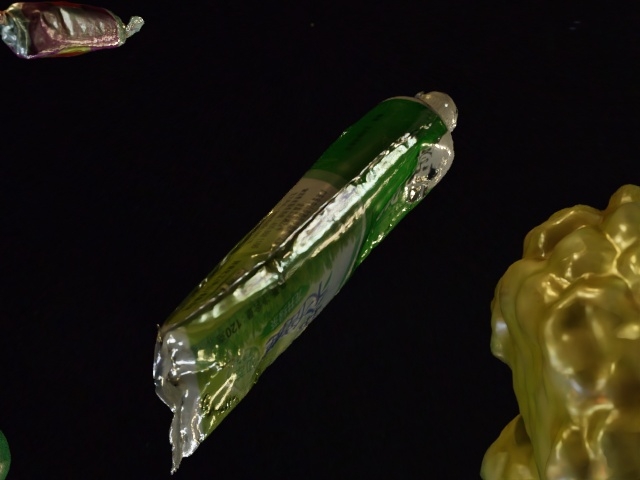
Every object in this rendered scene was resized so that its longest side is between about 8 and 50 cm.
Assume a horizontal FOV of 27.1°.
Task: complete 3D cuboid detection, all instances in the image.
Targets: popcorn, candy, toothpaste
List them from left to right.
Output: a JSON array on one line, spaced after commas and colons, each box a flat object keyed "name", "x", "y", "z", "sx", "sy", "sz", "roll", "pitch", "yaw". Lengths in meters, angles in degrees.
[{"name": "candy", "x": -0.196, "y": -0.158, "z": 1.002, "sx": 0.045, "sy": 0.175, "sz": 0.043, "roll": -6, "pitch": -87, "yaw": 38}, {"name": "toothpaste", "x": 0.000, "y": 0.000, "z": 0.602, "sx": 0.047, "sy": 0.248, "sz": 0.078, "roll": 20, "pitch": -47, "yaw": 23}, {"name": "popcorn", "x": 0.149, "y": 0.085, "z": 0.570, "sx": 0.169, "sy": 0.218, "sz": 0.189, "roll": -6, "pitch": -117, "yaw": 37}]

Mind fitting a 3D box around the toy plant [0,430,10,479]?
[{"name": "toy plant", "x": -0.316, "y": 0.139, "z": 0.789, "sx": 0.232, "sy": 0.243, "sz": 0.113, "roll": -7, "pitch": -88, "yaw": -43}]
